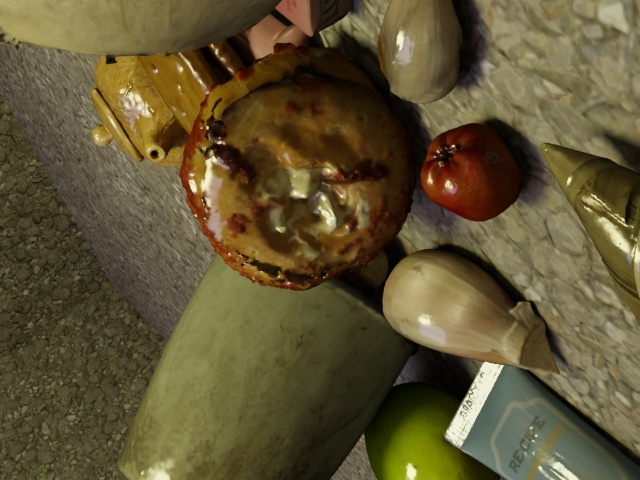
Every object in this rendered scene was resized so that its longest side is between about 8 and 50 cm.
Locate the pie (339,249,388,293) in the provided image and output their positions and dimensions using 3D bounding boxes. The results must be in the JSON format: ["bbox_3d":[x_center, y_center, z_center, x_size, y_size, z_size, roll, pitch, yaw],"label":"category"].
[{"bbox_3d":[0.000,0.000,1.112,0.193,0.079,0.163,27,169,16],"label":"pie"}]

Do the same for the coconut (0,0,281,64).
[{"bbox_3d":[-0.139,-0.316,0.545,0.346,0.346,0.360,38,136,37],"label":"coconut"}]

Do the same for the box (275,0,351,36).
[{"bbox_3d":[-0.026,-0.267,0.779,0.111,0.060,0.156,45,163,21],"label":"box"}]

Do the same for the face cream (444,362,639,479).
[{"bbox_3d":[0.297,0.268,0.938,0.385,0.086,0.135,37,111,37],"label":"face cream"}]

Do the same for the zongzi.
[{"bbox_3d":[0.234,0.027,0.660,0.178,0.081,0.189,36,154,38],"label":"zongzi"}]

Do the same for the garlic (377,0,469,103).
[{"bbox_3d":[0.076,-0.160,0.719,0.084,0.066,0.152,49,163,17],"label":"garlic"}]

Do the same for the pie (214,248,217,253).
[{"bbox_3d":[-0.085,0.064,1.487,0.315,0.092,0.315,46,156,27],"label":"pie"}]

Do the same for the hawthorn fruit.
[{"bbox_3d":[0.136,-0.054,0.773,0.093,0.081,0.081,29,177,-36],"label":"hawthorn fruit"}]

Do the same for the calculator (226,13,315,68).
[{"bbox_3d":[-0.057,-0.158,1.072,0.220,0.048,0.330,40,161,30],"label":"calculator"}]

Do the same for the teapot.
[{"bbox_3d":[-0.249,-0.188,1.244,0.311,0.167,0.203,48,169,54],"label":"teapot"}]

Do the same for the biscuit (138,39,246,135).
[{"bbox_3d":[-0.144,-0.189,1.036,0.220,0.066,0.220,46,165,16],"label":"biscuit"}]

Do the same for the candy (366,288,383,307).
[{"bbox_3d":[-0.003,0.020,1.248,0.292,0.059,0.086,39,155,33],"label":"candy"}]

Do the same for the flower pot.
[{"bbox_3d":[-0.082,0.195,1.130,0.293,0.330,0.293,31,166,8],"label":"flower pot"}]

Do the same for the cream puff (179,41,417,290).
[{"bbox_3d":[-0.025,-0.074,0.891,0.240,0.240,0.164,63,180,-28],"label":"cream puff"}]

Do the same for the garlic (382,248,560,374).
[{"bbox_3d":[0.131,0.074,1.006,0.266,0.128,0.148,-150,39,-71],"label":"garlic"}]

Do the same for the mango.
[{"bbox_3d":[0.140,0.281,1.224,0.192,0.156,0.343,62,175,-3],"label":"mango"}]
